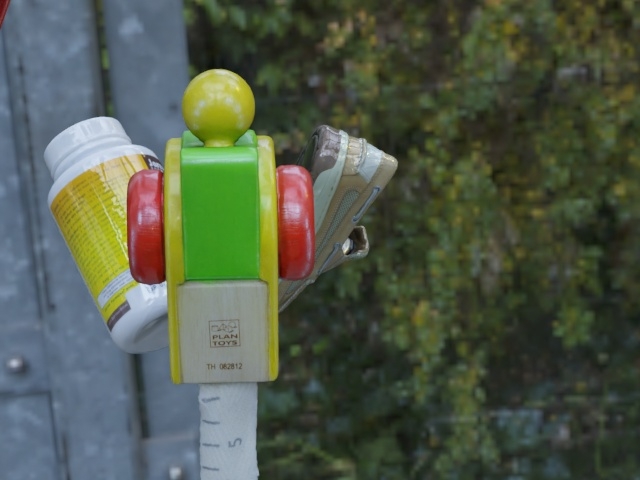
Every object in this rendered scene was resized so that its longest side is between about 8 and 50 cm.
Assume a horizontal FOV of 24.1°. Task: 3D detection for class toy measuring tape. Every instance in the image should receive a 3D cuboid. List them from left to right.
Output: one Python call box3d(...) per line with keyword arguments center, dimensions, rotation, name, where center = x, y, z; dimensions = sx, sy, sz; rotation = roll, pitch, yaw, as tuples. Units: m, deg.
box3d(center=(-0.059, 0.045, 0.920), dimensions=(0.121, 0.330, 0.121), rotation=(0, 28, 0), name="toy measuring tape")

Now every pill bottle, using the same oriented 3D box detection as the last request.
box3d(center=(-0.184, -0.008, 1.430), dimensions=(0.117, 0.215, 0.117), rotation=(-26, -19, -10), name="pill bottle")

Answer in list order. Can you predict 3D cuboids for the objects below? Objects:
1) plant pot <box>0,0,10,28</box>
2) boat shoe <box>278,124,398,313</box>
box3d(center=(-0.233, -0.110, 0.618), dimensions=(0.174, 0.191, 0.191), rotation=(23, 18, 0), name="plant pot")
box3d(center=(0.000, 0.000, 1.072), dimensions=(0.072, 0.190, 0.068), rotation=(16, 50, -13), name="boat shoe")
